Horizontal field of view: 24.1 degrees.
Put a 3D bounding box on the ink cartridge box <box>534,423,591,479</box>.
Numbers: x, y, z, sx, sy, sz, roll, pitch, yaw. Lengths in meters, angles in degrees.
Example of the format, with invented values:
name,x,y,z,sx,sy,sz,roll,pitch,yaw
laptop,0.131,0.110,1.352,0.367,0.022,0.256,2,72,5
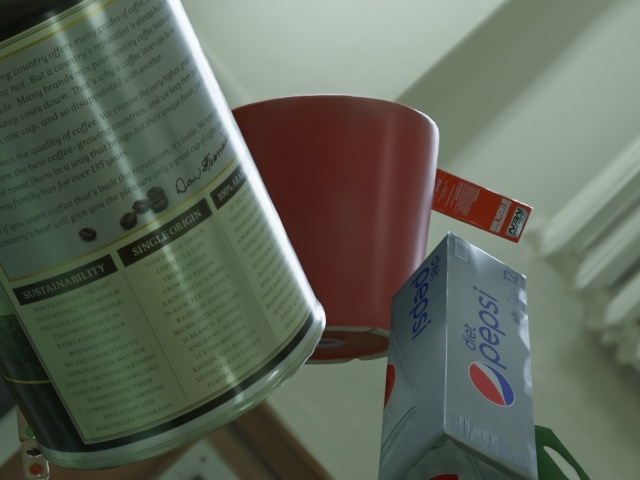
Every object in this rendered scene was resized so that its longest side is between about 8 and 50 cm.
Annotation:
name,x,y,z,sx,sy,sz,roll,pitch,yaw
ink cartridge box,0.202,0.252,1.703,0.235,0.056,0.171,16,-29,53

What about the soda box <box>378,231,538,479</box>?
name,x,y,z,sx,sy,sz,roll,pitch,yaw
soda box,0.115,0.120,1.272,0.091,0.098,0.286,30,31,-14

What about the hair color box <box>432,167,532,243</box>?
name,x,y,z,sx,sy,sz,roll,pitch,yaw
hair color box,0.169,-0.053,1.864,0.167,0.053,0.093,19,5,-33

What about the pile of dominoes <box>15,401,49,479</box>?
name,x,y,z,sx,sy,sz,roll,pitch,yaw
pile of dominoes,-0.420,0.223,1.752,0.251,0.196,0.040,-108,-156,-43

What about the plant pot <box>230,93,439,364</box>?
name,x,y,z,sx,sy,sz,roll,pitch,yaw
plant pot,0.000,0.000,1.643,0.275,0.275,0.243,109,-20,-74

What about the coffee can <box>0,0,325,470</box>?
name,x,y,z,sx,sy,sz,roll,pitch,yaw
coffee can,-0.140,-0.031,0.905,0.201,0.201,0.275,17,-45,62
